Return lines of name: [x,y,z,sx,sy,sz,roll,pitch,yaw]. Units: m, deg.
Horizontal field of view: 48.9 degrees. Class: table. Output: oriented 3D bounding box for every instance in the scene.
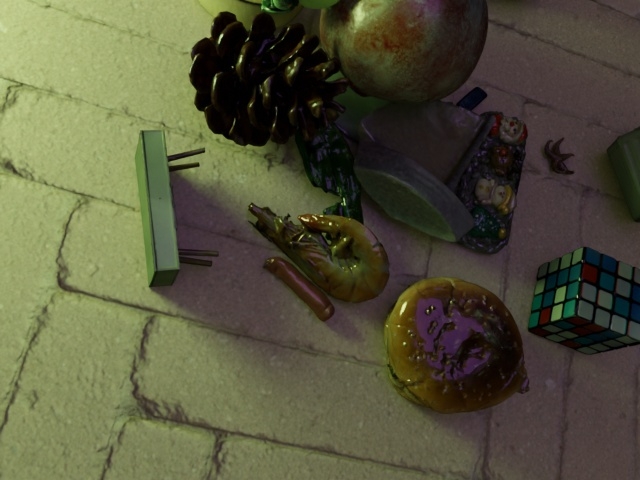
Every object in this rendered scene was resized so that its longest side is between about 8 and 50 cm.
table: [-0.244,-0.054,1.194,0.111,0.121,0.240,-5,77,-20]

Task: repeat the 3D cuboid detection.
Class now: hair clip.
hair clip: [0.357,-0.136,1.437,0.138,0.091,0.321,20,68,-9]

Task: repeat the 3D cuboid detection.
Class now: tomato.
tomato: [0.156,-0.401,1.320,0.316,0.283,0.317,13,42,-12]

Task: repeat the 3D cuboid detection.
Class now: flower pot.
flower pot: [0.760,-0.160,1.517,0.239,0.209,0.190,-15,80,-24]

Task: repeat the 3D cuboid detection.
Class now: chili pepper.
chili pepper: [0.026,-0.111,1.327,0.099,0.083,0.253,-15,85,-21]

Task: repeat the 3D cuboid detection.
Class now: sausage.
sausage: [-0.036,0.083,1.270,0.158,0.036,0.042,42,55,-3]

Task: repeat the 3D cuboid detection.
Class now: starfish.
starfish: [0.523,-0.186,1.543,0.078,0.028,0.091,19,66,-19]

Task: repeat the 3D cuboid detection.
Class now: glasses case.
glasses case: [0.321,-0.298,1.510,0.033,0.023,0.083,46,64,5]

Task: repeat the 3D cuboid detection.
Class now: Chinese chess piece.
Chinese chess piece: [-0.135,-0.533,1.383,0.249,0.103,0.250,5,72,-16]

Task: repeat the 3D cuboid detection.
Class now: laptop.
laptop: [0.112,-0.316,1.448,0.187,0.015,0.269,36,66,-6]

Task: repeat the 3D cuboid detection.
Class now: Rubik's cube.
Rubik's cube: [0.525,0.122,1.383,0.155,0.154,0.151,23,68,-12]

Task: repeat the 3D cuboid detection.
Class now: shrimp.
shrimp: [0.000,0.000,1.259,0.287,0.152,0.063,37,31,0]

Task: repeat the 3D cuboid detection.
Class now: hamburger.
hamburger: [0.243,0.196,1.279,0.286,0.146,0.243,39,73,-6]

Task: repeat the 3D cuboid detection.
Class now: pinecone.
pinecone: [-0.094,-0.277,1.234,0.244,0.309,0.244,-26,123,-48]

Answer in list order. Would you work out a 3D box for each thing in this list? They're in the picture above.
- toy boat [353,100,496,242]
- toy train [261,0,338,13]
toy boat: [0.190,-0.159,1.361,0.276,0.111,0.294,21,61,-14]
toy train: [-0.031,-0.488,1.246,0.157,0.105,0.253,-4,45,-2]
